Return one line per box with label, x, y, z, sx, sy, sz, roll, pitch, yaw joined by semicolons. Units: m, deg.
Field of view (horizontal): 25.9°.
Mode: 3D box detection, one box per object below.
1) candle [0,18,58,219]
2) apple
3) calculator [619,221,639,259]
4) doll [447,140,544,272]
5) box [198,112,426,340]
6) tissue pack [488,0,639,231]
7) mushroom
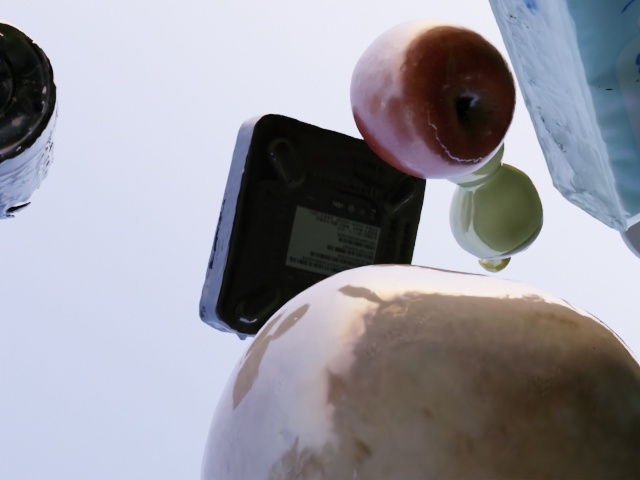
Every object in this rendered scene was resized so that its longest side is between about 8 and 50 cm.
candle;-0.406;-0.127;1.652;0.187;0.330;0.187;3;-107;-11
apple;0.123;-0.157;1.559;0.181;0.168;0.181;-4;-83;-35
calculator;0.500;-0.061;1.671;0.042;0.295;0.184;-80;-27;-75
doll;0.228;-0.079;1.954;0.141;0.117;0.296;-34;-57;-9
box;0.000;0.000;1.775;0.290;0.073;0.289;15;-94;-35
tissue pack;0.215;-0.141;0.670;0.263;0.089;0.177;-32;-56;-10
mushroom;0.080;0.143;0.873;0.297;0.297;0.290;57;-159;-6
